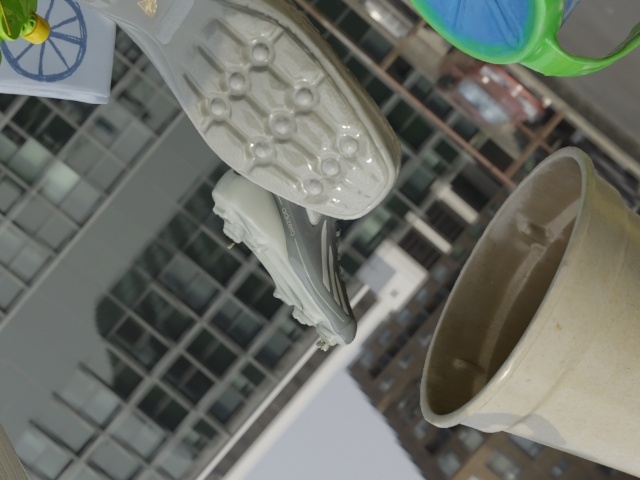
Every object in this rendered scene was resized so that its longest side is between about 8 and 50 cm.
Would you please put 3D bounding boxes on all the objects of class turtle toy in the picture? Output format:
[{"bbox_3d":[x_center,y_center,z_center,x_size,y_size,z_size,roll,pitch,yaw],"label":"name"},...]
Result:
[{"bbox_3d":[-0.282,-0.198,1.055,0.095,0.066,0.130,32,-127,-55],"label":"turtle toy"}]

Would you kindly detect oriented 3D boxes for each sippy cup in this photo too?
[{"bbox_3d":[0.210,-0.328,1.223,0.240,0.224,0.305,30,150,49],"label":"sippy cup"}]

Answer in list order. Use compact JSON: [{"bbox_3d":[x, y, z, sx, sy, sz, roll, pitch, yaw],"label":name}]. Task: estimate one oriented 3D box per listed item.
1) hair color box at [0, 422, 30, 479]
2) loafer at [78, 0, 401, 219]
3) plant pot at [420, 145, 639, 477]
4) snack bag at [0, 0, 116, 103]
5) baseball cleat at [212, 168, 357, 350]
[{"bbox_3d":[-0.362,0.244,1.113,0.347,0.105,0.174,-107,-8,-84],"label":"hair color box"},{"bbox_3d":[-0.066,-0.144,0.817,0.319,0.112,0.111,45,-152,2],"label":"loafer"},{"bbox_3d":[0.324,0.114,1.350,0.305,0.333,0.334,27,-176,-8],"label":"plant pot"},{"bbox_3d":[-0.352,-0.295,1.160,0.343,0.323,0.037,1,-167,-21],"label":"snack bag"},{"bbox_3d":[0.000,0.000,0.918,0.072,0.109,0.206,34,167,37],"label":"baseball cleat"}]
